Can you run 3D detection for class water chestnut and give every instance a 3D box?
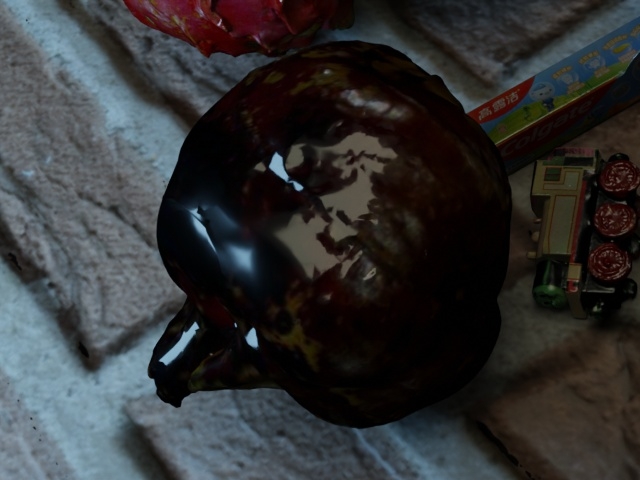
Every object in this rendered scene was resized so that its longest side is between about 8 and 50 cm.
[{"bbox_3d":[0.000,0.000,0.993,0.244,0.289,0.289,-13,52,-23],"label":"water chestnut"}]

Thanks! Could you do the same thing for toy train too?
[{"bbox_3d":[0.196,-0.005,1.070,0.087,0.050,0.138,1,60,22],"label":"toy train"}]

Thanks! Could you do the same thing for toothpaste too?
[{"bbox_3d":[0.206,-0.125,1.130,0.193,0.070,0.044,-30,57,-4],"label":"toothpaste"}]

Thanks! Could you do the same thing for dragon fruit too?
[{"bbox_3d":[-0.086,-0.259,1.223,0.210,0.205,0.268,-15,24,-32],"label":"dragon fruit"}]
